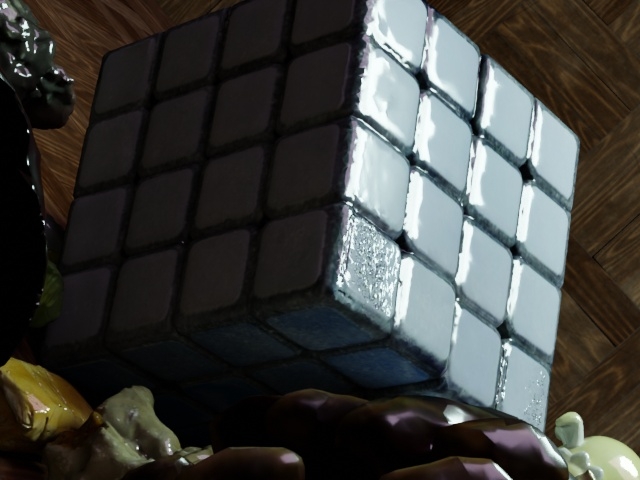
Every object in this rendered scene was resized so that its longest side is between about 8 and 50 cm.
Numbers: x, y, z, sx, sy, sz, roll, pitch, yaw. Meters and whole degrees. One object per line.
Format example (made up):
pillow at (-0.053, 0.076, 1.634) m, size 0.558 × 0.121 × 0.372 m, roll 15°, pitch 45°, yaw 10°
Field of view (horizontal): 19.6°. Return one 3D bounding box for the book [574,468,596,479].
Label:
book at (0.245, 0.299, 1.395) m, size 0.241 × 0.018 × 0.170 m, roll 60°, pitch -12°, yaw 18°

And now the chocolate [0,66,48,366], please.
chocolate at (-0.304, -0.019, 1.104) m, size 0.283 × 0.283 × 0.186 m, roll 45°, pitch -13°, yaw -14°

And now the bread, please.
bread at (-0.215, 0.132, 1.418) m, size 0.074 × 0.053 × 0.132 m, roll 51°, pitch 7°, yaw 27°

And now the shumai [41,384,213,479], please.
shumai at (-0.117, 0.198, 1.362) m, size 0.175 × 0.166 × 0.206 m, roll 26°, pitch -4°, yaw 28°

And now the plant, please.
plant at (-0.353, -0.173, 1.782) m, size 0.204 × 0.178 × 0.234 m, roll 39°, pitch -13°, yaw 52°

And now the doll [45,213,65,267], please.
doll at (-0.248, 0.033, 1.697) m, size 0.180 × 0.079 × 0.094 m, roll 53°, pitch 40°, yaw 4°

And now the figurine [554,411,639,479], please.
figurine at (0.285, 0.332, 1.565) m, size 0.226 × 0.274 × 0.394 m, roll 55°, pitch 17°, yaw -79°

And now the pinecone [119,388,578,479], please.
pinecone at (0.010, 0.259, 0.865) m, size 0.398 × 0.398 × 0.398 m, roll 46°, pitch 8°, yaw -8°

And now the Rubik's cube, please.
Rubik's cube at (0.000, 0.000, 1.679) m, size 0.337 × 0.344 × 0.343 m, roll 36°, pitch 52°, yaw -42°

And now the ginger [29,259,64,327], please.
ginger at (-0.325, -0.036, 1.580) m, size 0.290 × 0.089 × 0.137 m, roll 43°, pitch 26°, yaw 6°
